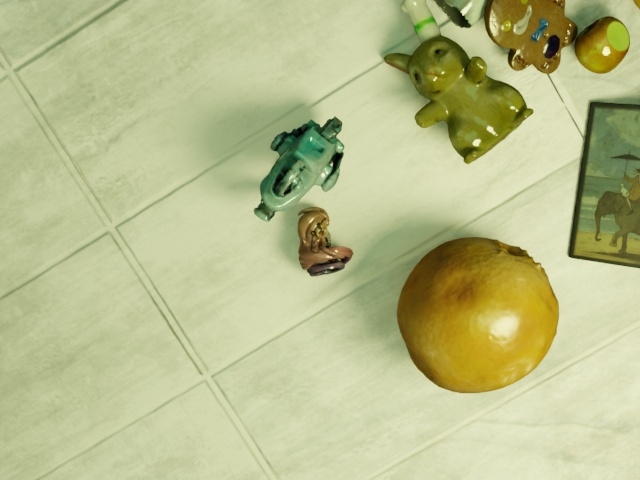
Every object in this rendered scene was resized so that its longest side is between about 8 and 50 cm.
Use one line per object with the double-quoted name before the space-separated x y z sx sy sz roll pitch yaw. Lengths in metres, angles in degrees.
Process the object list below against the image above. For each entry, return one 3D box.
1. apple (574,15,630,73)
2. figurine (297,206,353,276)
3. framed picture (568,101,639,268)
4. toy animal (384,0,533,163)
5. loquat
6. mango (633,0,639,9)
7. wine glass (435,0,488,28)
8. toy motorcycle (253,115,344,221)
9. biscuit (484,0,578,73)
"apple" 0.587 -0.405 1.586 0.102 0.099 0.114 47 67 -11
"figurine" -0.005 0.007 1.644 0.114 0.126 0.157 -34 100 -38
"framed picture" 0.680 -0.112 1.611 0.265 0.016 0.347 10 99 25
"toy animal" 0.257 -0.324 1.556 0.363 0.180 0.181 43 115 -6
"loquat" 0.318 0.149 1.556 0.328 0.328 0.329 0 98 1
"mango" 0.687 -0.524 1.590 0.079 0.057 0.114 -28 105 0
"wine glass" 0.340 -0.559 1.555 0.126 0.126 0.241 38 94 -4
"toy motorcycle" -0.047 -0.143 1.562 0.154 0.260 0.206 40 138 -4
"biscuit" 0.430 -0.439 1.562 0.236 0.039 0.180 23 101 -30
